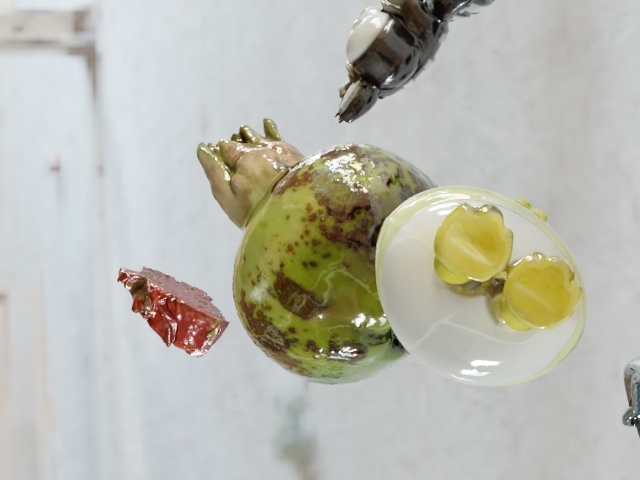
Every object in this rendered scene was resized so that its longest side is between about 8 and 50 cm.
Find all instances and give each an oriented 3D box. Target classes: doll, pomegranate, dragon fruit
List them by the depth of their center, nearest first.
[{"bbox_3d":[0.100,0.020,1.268,0.117,0.141,0.296,-60,2,6],"label":"doll"},{"bbox_3d":[0.079,-0.171,1.456,0.219,0.067,0.091,-47,13,14],"label":"doll"},{"bbox_3d":[-0.006,-0.002,1.782,0.222,0.276,0.204,-48,1,9],"label":"pomegranate"},{"bbox_3d":[-0.184,0.084,2.307,0.063,0.131,0.097,-61,24,12],"label":"dragon fruit"}]

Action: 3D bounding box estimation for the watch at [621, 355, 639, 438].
[{"bbox_3d":[0.312,0.176,1.659,0.206,0.068,0.193,-128,18,-84],"label":"watch"}]
